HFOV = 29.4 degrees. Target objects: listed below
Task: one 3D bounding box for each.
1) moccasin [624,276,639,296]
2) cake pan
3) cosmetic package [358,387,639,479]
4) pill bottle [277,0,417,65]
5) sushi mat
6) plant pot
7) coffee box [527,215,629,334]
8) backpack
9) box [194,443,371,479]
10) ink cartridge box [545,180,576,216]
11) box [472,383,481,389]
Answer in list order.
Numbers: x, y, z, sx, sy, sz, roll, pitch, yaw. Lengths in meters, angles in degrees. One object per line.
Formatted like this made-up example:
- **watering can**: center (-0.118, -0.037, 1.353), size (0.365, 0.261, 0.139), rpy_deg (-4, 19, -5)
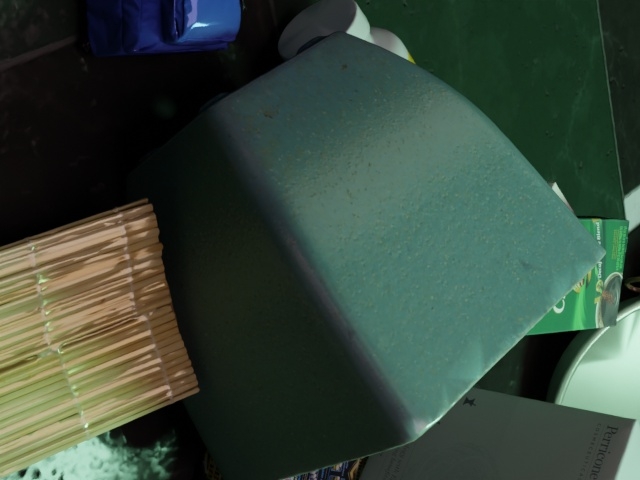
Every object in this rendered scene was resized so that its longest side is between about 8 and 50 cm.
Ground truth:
- **moccasin**: center (0.451, 0.085, 1.490), size (0.147, 0.139, 0.380), rpy_deg (0, 105, -56)
- **cake pan**: center (0.378, 0.189, 1.389), size (0.293, 0.054, 0.293), rpy_deg (-5, 106, -18)
- **cosmetic package**: center (0.148, 0.257, 1.042), size (0.224, 0.225, 0.138), rpy_deg (-64, 143, -26)
- **pill bottle**: center (0.042, -0.113, 1.031), size (0.184, 0.103, 0.103), rpy_deg (52, 59, -38)
- **sushi mat**: center (-0.229, 0.088, 0.782), size (0.316, 0.019, 0.151), rpy_deg (-21, 113, -30)
- **plant pot**: center (0.000, 0.000, 0.904), size (0.247, 0.248, 0.252), rpy_deg (-38, 95, -38)
- **coffee box**: center (0.224, 0.031, 1.161), size (0.184, 0.040, 0.113), rpy_deg (2, 97, -45)
- **backpack**: center (-0.107, -0.193, 0.865), size (0.098, 0.101, 0.120), rpy_deg (-12, 101, -53)
- **box**: center (-0.041, 0.263, 1.033), size (0.175, 0.051, 0.220), rpy_deg (18, 82, -47)
- **ink cartridge box**: center (0.202, 0.004, 1.230), size (0.143, 0.090, 0.092), rpy_deg (49, 61, -40)
- **box**: center (0.091, 0.183, 1.180), size (0.116, 0.029, 0.162), rpy_deg (48, 62, -40)
